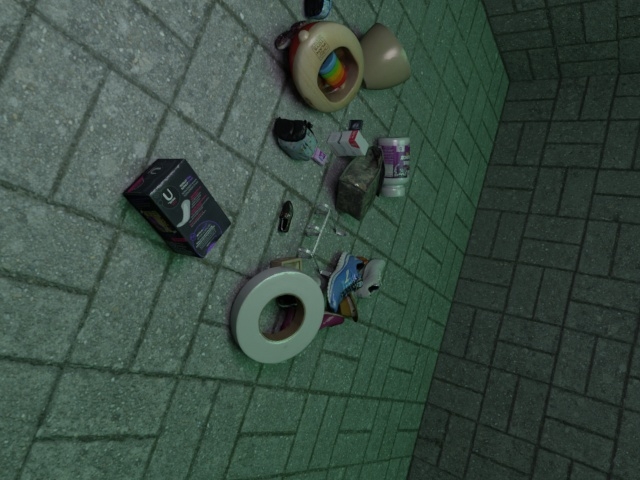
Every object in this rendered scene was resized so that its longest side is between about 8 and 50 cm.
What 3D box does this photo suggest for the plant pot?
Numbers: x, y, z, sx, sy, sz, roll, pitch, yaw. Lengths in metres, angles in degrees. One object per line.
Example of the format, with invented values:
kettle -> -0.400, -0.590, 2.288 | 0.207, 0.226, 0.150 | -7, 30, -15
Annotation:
plant pot -> 0.246, -0.797, 2.009 | 0.190, 0.284, 0.284 | -35, 134, 1

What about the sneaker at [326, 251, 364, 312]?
sneaker -> 0.122, 0.197, 2.085 | 0.130, 0.147, 0.330 | 88, 23, -51

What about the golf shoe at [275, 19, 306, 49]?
golf shoe -> -0.098, -0.764, 1.692 | 0.186, 0.067, 0.086 | -51, 135, -32

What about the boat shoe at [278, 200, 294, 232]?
boat shoe -> -0.140, -0.097, 1.811 | 0.042, 0.048, 0.133 | -5, 107, -60

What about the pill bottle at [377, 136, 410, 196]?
pill bottle -> 0.383, -0.387, 2.328 | 0.169, 0.169, 0.302 | -21, 114, -49

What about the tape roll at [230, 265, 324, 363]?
tape roll -> -0.163, 0.295, 1.752 | 0.391, 0.072, 0.393 | -11, 112, -30

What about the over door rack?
over door rack -> 0.000, 0.000, 1.988 | 0.240, 0.108, 0.324 | -68, 156, -15

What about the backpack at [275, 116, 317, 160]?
backpack -> -0.090, -0.394, 1.747 | 0.115, 0.151, 0.182 | -66, 153, -9

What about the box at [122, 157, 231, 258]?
box -> -0.428, -0.096, 1.357 | 0.165, 0.143, 0.270 | -57, 137, -30

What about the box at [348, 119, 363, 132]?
box -> 0.164, -0.525, 2.091 | 0.018, 0.067, 0.084 | 9, 92, -53

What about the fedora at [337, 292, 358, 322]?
fedora -> 0.124, 0.323, 2.202 | 0.079, 0.194, 0.195 | -18, 118, -9

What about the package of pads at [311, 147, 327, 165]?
package of pads -> -0.008, -0.366, 1.934 | 0.083, 0.031, 0.050 | 29, 76, -51

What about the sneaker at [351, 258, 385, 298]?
sneaker -> 0.279, 0.212, 2.366 | 0.297, 0.129, 0.111 | -51, 133, -34

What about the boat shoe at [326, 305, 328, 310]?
boat shoe -> 0.062, 0.287, 2.174 | 0.046, 0.038, 0.125 | 28, 76, -52

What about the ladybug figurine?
ladybug figurine -> 0.013, -0.680, 1.726 | 0.305, 0.162, 0.449 | -50, 155, 4

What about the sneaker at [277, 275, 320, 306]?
sneaker -> -0.090, 0.235, 1.935 | 0.237, 0.085, 0.086 | -26, 145, -39

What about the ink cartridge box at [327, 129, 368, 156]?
ink cartridge box -> 0.122, -0.433, 1.991 | 0.109, 0.150, 0.063 | 43, 60, -48

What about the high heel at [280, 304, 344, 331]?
high heel -> -0.035, 0.398, 2.017 | 0.377, 0.127, 0.182 | 17, 86, -43

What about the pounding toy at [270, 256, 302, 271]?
pounding toy -> -0.136, 0.138, 1.850 | 0.141, 0.100, 0.130 | -10, 100, -45

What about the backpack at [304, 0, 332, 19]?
backpack -> -0.006, -0.930, 1.743 | 0.084, 0.104, 0.115 | -10, 107, -52

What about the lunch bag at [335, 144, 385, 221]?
lunch bag -> 0.204, -0.276, 2.070 | 0.287, 0.168, 0.235 | -56, 165, -29

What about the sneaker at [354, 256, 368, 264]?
sneaker -> 0.180, 0.131, 2.288 | 0.175, 0.064, 0.068 | -23, 136, -42
